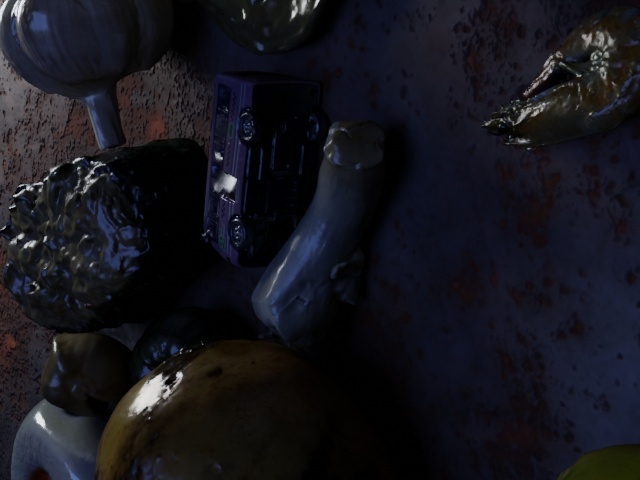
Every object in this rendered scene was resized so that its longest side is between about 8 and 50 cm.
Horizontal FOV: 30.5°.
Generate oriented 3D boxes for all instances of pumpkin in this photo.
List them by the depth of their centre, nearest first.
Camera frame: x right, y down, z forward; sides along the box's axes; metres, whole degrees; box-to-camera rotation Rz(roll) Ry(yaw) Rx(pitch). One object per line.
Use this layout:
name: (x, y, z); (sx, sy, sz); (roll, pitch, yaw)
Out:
pumpkin: (-0.151, 0.160, 1.361); (0.167, 0.125, 0.167); (-3, 87, 57)

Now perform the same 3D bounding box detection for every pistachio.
pistachio: (-0.278, 0.159, 1.415); (0.149, 0.113, 0.113); (22, -124, -86)

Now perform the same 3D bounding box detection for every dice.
dice: (-0.267, 0.302, 1.477); (0.193, 0.191, 0.194); (31, 119, 44)

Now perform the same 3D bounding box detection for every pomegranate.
pomegranate: (-0.073, 0.256, 1.167); (0.322, 0.322, 0.322); (14, 108, 48)

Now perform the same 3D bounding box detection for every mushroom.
mushroom: (0.001, 0.001, 1.171); (0.099, 0.096, 0.278); (45, 125, 33)

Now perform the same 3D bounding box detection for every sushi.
sushi: (-0.259, -0.002, 1.420); (0.350, 0.170, 0.211); (-24, 81, 51)

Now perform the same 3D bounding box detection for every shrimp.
shrimp: (0.202, -0.122, 0.950); (0.190, 0.042, 0.101); (-26, 57, 50)

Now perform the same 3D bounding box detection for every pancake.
pancake: (-0.059, -0.335, 1.206); (0.294, 0.049, 0.295); (12, 107, 45)

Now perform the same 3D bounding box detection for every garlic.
garlic: (-0.263, -0.212, 1.365); (0.218, 0.218, 0.212); (9, 114, 49)

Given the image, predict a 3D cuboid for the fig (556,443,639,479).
fig: (0.261, 0.289, 0.756); (0.343, 0.343, 0.343); (14, 108, 48)

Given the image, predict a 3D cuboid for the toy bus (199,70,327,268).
toy bus: (-0.066, -0.076, 1.232); (0.108, 0.096, 0.199); (26, 115, 49)
